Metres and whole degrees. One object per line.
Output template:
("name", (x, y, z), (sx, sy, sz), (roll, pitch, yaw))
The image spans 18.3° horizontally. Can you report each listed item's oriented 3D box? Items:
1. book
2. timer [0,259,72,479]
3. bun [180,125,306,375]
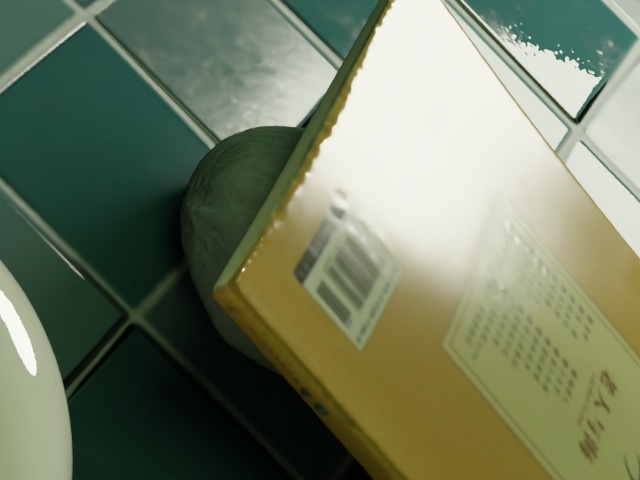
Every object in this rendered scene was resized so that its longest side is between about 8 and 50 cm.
("book", (0.114, 0.075, 1.000), (0.389, 0.032, 0.269), (51, 40, -20))
("timer", (-0.202, 0.085, 0.717), (0.233, 0.240, 0.234), (3, 73, -9))
("bun", (0.000, 0.000, 0.993), (0.140, 0.083, 0.141), (24, 48, -29))
